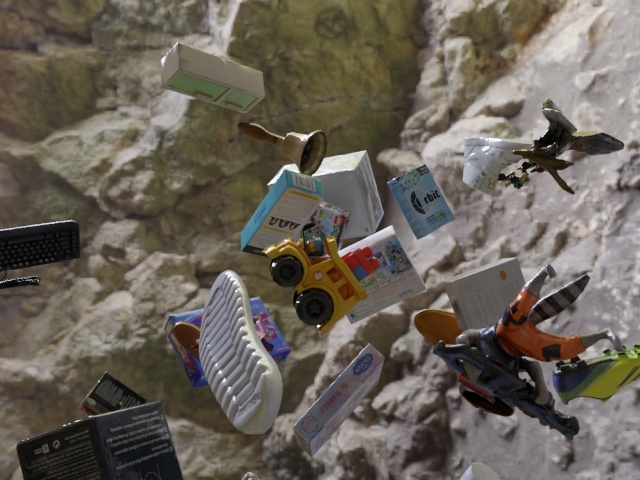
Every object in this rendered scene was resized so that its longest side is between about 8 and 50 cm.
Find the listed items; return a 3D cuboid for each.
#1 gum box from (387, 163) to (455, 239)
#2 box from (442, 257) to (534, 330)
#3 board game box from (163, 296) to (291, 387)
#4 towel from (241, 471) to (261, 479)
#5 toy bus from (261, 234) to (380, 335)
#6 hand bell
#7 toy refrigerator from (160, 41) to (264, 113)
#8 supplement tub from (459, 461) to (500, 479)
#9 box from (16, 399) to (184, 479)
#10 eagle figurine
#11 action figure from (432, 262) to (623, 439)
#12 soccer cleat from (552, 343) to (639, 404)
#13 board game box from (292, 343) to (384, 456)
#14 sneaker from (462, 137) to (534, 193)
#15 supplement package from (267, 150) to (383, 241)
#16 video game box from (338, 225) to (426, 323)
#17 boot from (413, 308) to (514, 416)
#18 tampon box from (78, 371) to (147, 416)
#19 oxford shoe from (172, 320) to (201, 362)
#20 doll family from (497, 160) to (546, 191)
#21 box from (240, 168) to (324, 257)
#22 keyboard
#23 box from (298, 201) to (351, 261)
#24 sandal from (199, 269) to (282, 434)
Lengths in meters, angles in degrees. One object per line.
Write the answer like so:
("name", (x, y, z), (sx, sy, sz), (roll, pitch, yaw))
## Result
("gum box", (0.290, -0.113, 2.010), (0.041, 0.157, 0.184), (-28, 90, 48))
("box", (0.401, 0.129, 1.671), (0.091, 0.170, 0.130), (154, 97, -84))
("board game box", (-0.300, 0.324, 2.276), (0.233, 0.347, 0.078), (56, 134, 28))
("towel", (-0.189, 0.700, 1.612), (0.282, 0.049, 0.187), (-55, -50, -29))
("toy bus", (0.009, 0.062, 1.503), (0.220, 0.211, 0.149), (54, 179, -5))
("hand bell", (-0.116, -0.263, 1.809), (0.126, 0.242, 0.126), (-46, -30, -37))
("toy refrigerator", (-0.292, -0.437, 1.912), (0.102, 0.269, 0.094), (-28, 61, 43))
("supplement tub", (0.299, 0.498, 1.375), (0.071, 0.071, 0.107), (-96, 30, -61))
("box", (-0.462, 0.595, 1.575), (0.395, 0.212, 0.293), (71, -166, 12))
("eagle figurine", (0.652, -0.273, 1.873), (0.225, 0.298, 0.226), (-7, 112, 54))
("action figure", (0.406, 0.220, 1.346), (0.330, 0.341, 0.178), (-40, 18, 37))
("soccer cleat", (0.720, 0.334, 1.723), (0.093, 0.289, 0.121), (-42, -60, -83))
("board game box", (0.055, 0.478, 2.053), (0.318, 0.066, 0.319), (-45, -17, -16))
("sneaker", (0.529, -0.219, 2.068), (0.292, 0.108, 0.169), (-162, 73, -64))
("supplement package", (0.018, -0.116, 1.970), (0.145, 0.262, 0.204), (-61, -43, -57))
("video game box", (0.119, 0.085, 1.649), (0.187, 0.205, 0.048), (57, -168, -34))
("boot", (0.346, 0.291, 1.687), (0.104, 0.295, 0.211), (-66, -6, 31))
("tampon box", (-0.662, 0.521, 2.222), (0.120, 0.161, 0.101), (-45, 11, 44))
("oxford shoe", (-0.338, 0.301, 1.972), (0.076, 0.212, 0.076), (-50, -11, -5))
("doll family", (0.622, -0.206, 2.116), (0.111, 0.193, 0.076), (-5, -115, -56))
("box", (-0.093, -0.056, 1.641), (0.244, 0.100, 0.060), (-51, 36, 40))
("keyboard", (-0.691, 0.052, 1.532), (0.033, 0.317, 0.201), (60, 147, 34))
("box", (0.000, 0.000, 1.842), (0.036, 0.114, 0.207), (-41, -30, -57))
("sandal", (-0.139, 0.210, 1.289), (0.169, 0.102, 0.416), (-57, 30, 18))
